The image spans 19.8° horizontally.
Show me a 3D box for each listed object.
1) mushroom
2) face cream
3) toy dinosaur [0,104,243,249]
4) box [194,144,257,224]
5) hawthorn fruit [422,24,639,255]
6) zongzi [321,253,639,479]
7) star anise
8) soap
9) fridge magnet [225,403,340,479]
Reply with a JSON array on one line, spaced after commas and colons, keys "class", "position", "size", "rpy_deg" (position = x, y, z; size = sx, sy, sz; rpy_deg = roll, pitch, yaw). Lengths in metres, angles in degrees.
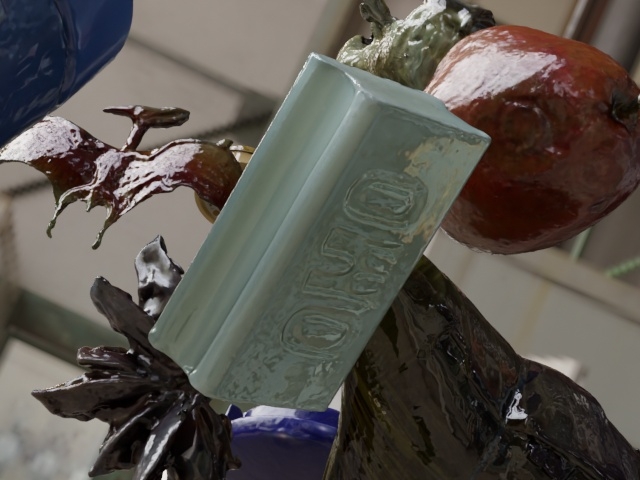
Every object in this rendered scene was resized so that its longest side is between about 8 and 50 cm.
[{"class": "mushroom", "position": [0.107, -0.168, 2.026], "size": [0.247, 0.130, 0.344], "rpy_deg": [46, -14, -19]}, {"class": "face cream", "position": [-0.306, -0.178, 1.422], "size": [0.249, 0.225, 0.249], "rpy_deg": [23, -41, 22]}, {"class": "toy dinosaur", "position": [-0.227, -0.052, 1.961], "size": [0.327, 0.206, 0.113], "rpy_deg": [-7, -43, 0]}, {"class": "box", "position": [-0.095, -0.059, 2.135], "size": [0.106, 0.037, 0.105], "rpy_deg": [4, -55, 6]}, {"class": "hawthorn fruit", "position": [0.210, -0.096, 1.724], "size": [0.261, 0.224, 0.224], "rpy_deg": [-5, -29, 46]}, {"class": "zongzi", "position": [0.035, 0.198, 1.717], "size": [0.432, 0.403, 0.208], "rpy_deg": [45, 25, -12]}, {"class": "star anise", "position": [-0.145, 0.134, 1.676], "size": [0.129, 0.282, 0.212], "rpy_deg": [-12, -7, 39]}, {"class": "soap", "position": [0.000, 0.000, 1.424], "size": [0.160, 0.265, 0.087], "rpy_deg": [14, 22, -50]}, {"class": "fridge magnet", "position": [-0.023, 0.300, 2.404], "size": [0.266, 0.112, 0.265], "rpy_deg": [10, -35, 7]}]
